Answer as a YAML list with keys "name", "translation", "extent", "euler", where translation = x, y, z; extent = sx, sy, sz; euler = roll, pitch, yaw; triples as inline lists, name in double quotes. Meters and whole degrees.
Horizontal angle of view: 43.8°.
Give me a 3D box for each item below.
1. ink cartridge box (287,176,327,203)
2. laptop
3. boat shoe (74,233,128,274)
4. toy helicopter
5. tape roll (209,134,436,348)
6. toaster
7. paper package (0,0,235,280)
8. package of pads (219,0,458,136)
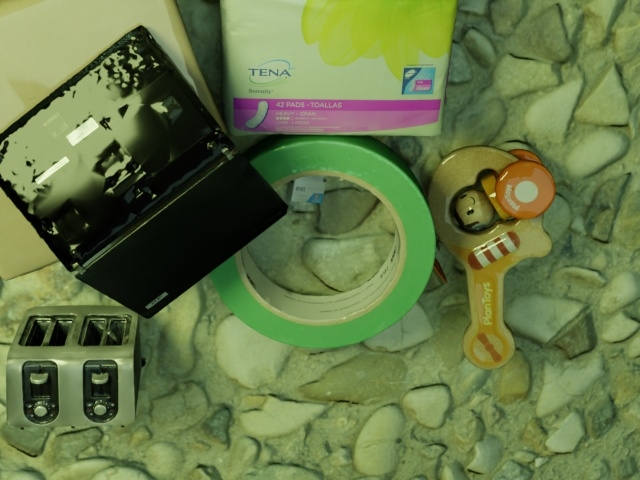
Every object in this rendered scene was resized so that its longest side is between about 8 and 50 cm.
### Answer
- name: "ink cartridge box"
  translation: [-0.016, -0.098, 1.151]
  extent: [0.048, 0.028, 0.083]
  euler: [4, 113, -18]
- name: "laptop"
  translation: [-0.206, -0.066, 0.932]
  extent: [0.234, 0.136, 0.264]
  euler: [-38, 95, 2]
- name: "boat shoe"
  translation: [-0.244, 0.018, 1.069]
  extent: [0.226, 0.076, 0.083]
  euler: [-12, 109, 14]
- name: "toy helicopter"
  translation: [0.234, 0.032, 1.221]
  extent: [0.235, 0.140, 0.355]
  euler: [-3, 105, 9]
- name: "tape roll"
  translation: [0.000, 0.000, 1.132]
  extent: [0.321, 0.077, 0.321]
  euler: [0, 114, -1]
- name: "toaster"
  translation: [-0.332, 0.170, 1.105]
  extent: [0.168, 0.185, 0.110]
  euler: [2, 111, -9]
- name: "paper package"
  translation: [-0.294, -0.159, 0.962]
  extent: [0.325, 0.168, 0.309]
  euler: [-23, 118, -7]
- name: "package of pads"
  translation: [0.020, -0.254, 1.019]
  extent: [0.297, 0.101, 0.229]
  euler: [-1, 121, -7]
